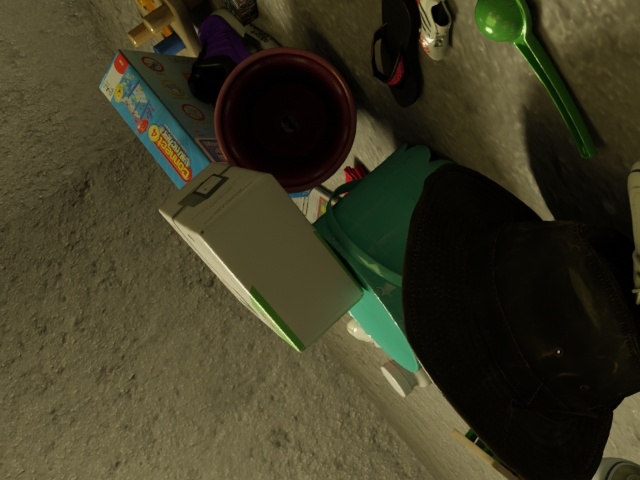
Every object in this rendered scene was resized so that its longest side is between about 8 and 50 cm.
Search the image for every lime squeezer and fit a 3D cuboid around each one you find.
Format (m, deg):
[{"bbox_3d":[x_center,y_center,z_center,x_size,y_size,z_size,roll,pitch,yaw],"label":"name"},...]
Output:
[{"bbox_3d":[0.121,-0.181,0.653,0.310,0.110,0.059,25,158,-15],"label":"lime squeezer"}]

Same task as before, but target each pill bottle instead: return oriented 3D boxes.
[{"bbox_3d":[0.187,0.197,1.396,0.087,0.160,0.087,51,170,13],"label":"pill bottle"}]

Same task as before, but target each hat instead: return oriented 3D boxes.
[{"bbox_3d":[0.224,0.061,0.724,0.134,0.331,0.331,-25,104,41],"label":"hat"}]

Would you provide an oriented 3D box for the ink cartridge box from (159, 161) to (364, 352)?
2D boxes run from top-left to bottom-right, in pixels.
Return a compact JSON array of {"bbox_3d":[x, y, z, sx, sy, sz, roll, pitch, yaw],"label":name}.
[{"bbox_3d":[-0.087,0.009,1.054,0.198,0.115,0.273,51,169,-19],"label":"ink cartridge box"}]

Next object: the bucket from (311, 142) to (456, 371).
[{"bbox_3d":[0.119,0.026,1.074,0.281,0.183,0.281,49,168,14],"label":"bucket"}]

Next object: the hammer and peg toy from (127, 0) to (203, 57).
[{"bbox_3d":[-0.297,-0.414,1.641,0.266,0.127,0.361,46,167,27],"label":"hammer and peg toy"}]

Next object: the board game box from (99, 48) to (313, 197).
[{"bbox_3d":[-0.181,-0.202,1.430,0.302,0.086,0.308,50,-149,22],"label":"board game box"}]

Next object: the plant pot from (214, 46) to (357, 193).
[{"bbox_3d":[-0.048,-0.177,1.188,0.201,0.201,0.180,55,-175,-8],"label":"plant pot"}]

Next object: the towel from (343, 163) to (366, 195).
[{"bbox_3d":[0.104,0.019,1.372,0.199,0.031,0.274,87,160,-73],"label":"towel"}]

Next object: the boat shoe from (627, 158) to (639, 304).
[{"bbox_3d":[0.293,0.039,0.646,0.226,0.076,0.083,57,169,-18],"label":"boat shoe"}]

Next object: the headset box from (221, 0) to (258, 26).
[{"bbox_3d":[-0.131,-0.385,1.257,0.062,0.032,0.083,50,168,17],"label":"headset box"}]

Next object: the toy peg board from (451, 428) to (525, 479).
[{"bbox_3d":[0.375,0.432,1.626,0.161,0.079,0.161,41,175,-21],"label":"toy peg board"}]

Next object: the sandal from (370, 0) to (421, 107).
[{"bbox_3d":[0.078,-0.207,0.891,0.067,0.040,0.179,49,169,23],"label":"sandal"}]

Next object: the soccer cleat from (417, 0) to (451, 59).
[{"bbox_3d":[0.113,-0.206,0.778,0.035,0.029,0.083,50,165,42],"label":"soccer cleat"}]

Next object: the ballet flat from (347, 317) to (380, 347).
[{"bbox_3d":[0.082,0.131,1.729,0.400,0.139,0.139,48,168,28],"label":"ballet flat"}]

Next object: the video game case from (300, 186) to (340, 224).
[{"bbox_3d":[0.000,0.000,1.653,0.183,0.023,0.201,38,123,57],"label":"video game case"}]

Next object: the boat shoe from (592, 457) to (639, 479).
[{"bbox_3d":[0.466,0.392,1.031,0.302,0.109,0.094,46,155,-9],"label":"boat shoe"}]

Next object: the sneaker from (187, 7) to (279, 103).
[{"bbox_3d":[-0.175,-0.308,1.385,0.293,0.146,0.102,40,163,51],"label":"sneaker"}]
